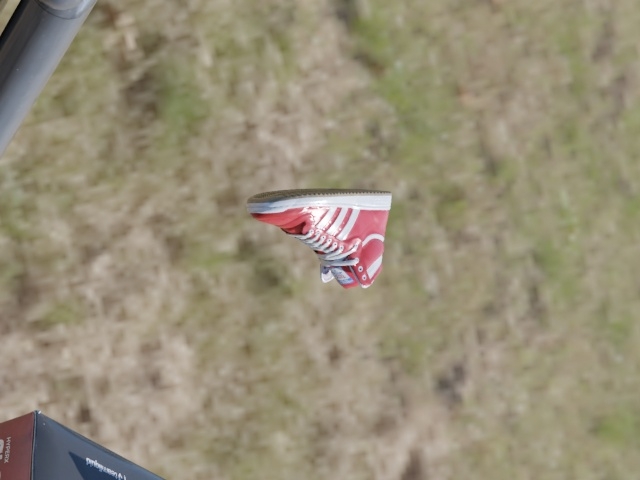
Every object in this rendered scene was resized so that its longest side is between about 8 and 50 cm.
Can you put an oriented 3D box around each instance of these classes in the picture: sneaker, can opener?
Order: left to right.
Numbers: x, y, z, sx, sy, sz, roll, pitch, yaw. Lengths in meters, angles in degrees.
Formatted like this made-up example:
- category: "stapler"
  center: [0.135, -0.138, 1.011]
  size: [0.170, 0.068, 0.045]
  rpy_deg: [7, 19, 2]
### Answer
- category: "can opener"
  center: [-0.153, -0.115, 0.895]
  size: [0.076, 0.283, 0.095]
  rpy_deg: [36, 42, -4]
- category: "sneaker"
  center: [0.000, 0.000, 1.211]
  size: [0.118, 0.042, 0.067]
  rpy_deg: [-2, 97, -43]

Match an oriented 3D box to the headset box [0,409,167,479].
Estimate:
- category: "headset box"
  center: [-0.180, 0.209, 1.066]
  size: [0.218, 0.293, 0.110]
  rpy_deg: [36, 43, -45]
